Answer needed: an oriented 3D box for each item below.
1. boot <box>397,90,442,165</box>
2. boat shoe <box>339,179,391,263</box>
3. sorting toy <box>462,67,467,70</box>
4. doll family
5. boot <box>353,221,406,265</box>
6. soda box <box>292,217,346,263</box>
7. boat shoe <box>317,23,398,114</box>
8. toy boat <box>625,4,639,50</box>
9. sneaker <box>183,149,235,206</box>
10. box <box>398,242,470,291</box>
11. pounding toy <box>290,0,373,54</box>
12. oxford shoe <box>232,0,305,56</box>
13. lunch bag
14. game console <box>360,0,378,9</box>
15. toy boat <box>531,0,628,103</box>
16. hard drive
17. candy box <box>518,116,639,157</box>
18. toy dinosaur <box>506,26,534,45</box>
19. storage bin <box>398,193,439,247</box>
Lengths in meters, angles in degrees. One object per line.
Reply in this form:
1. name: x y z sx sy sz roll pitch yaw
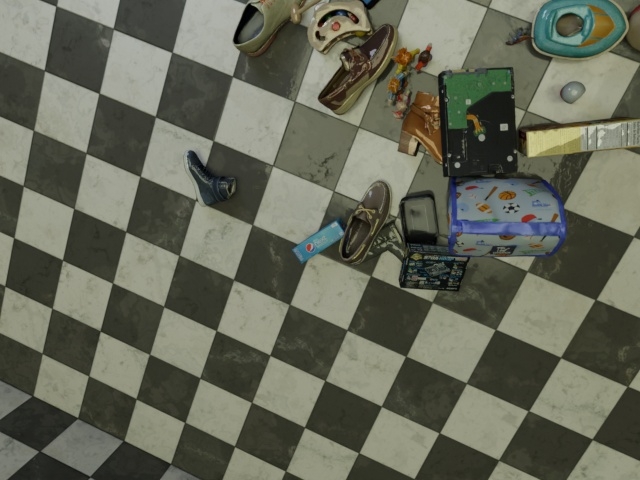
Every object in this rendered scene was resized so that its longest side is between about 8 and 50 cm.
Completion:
1. boot: 0.417 -0.369 1.748 0.284 0.109 0.219 20 104 15
2. boat shoe: 0.159 -0.067 1.848 0.117 0.097 0.324 26 95 20
3. sorting toy: 0.463 -0.537 1.729 0.062 0.012 0.083 12 107 10
4. doll family: 0.267 -0.532 1.695 0.119 0.163 0.262 25 109 5
5. boot: 0.211 0.047 1.909 0.209 0.076 0.189 -27 83 11
6. soda box: 0.000 0.000 1.945 0.210 0.071 0.067 -32 95 19
7. boat shoe: 0.116 -0.580 1.721 0.123 0.123 0.342 21 122 -39
8. toy boat: 1.031 -0.636 1.525 0.231 0.151 0.151 24 78 5
9. sneaker: -0.412 -0.247 1.959 0.164 0.086 0.226 -9 112 26
10. box: 0.400 0.097 1.835 0.221 0.051 0.175 4 127 -3
11. pounding toy: 0.032 -0.705 1.708 0.270 0.155 0.154 2 101 12
12. oxford shoe: -0.157 -0.794 1.732 0.141 0.146 0.396 36 109 2
13. lunch bag: 0.565 -0.068 1.634 0.328 0.385 0.238 1 104 12
14. game console: 0.161 -0.830 1.659 0.144 0.124 0.085 36 86 -28
15. toy boat: 0.778 -0.578 1.570 0.268 0.148 0.317 4 107 17
16. hard drive: 0.507 -0.380 1.675 0.237 0.064 0.338 -5 94 -6
17. candy box: 0.799 -0.323 1.619 0.317 0.183 0.087 -5 104 14
18. toy dinosaur: 0.620 -0.635 1.633 0.047 0.082 0.090 -11 66 -12
19. storage bin: 0.350 -0.067 1.842 0.122 0.084 0.180 -7 102 15
